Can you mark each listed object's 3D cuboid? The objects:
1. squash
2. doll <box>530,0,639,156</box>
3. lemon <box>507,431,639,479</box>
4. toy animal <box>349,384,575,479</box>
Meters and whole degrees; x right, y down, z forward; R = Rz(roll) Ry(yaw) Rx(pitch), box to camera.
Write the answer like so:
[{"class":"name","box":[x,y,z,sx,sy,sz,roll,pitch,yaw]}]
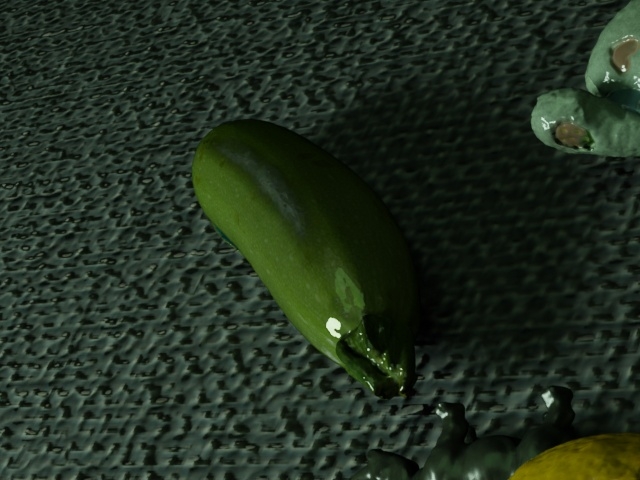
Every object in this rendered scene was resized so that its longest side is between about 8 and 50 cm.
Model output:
[{"class":"squash","box":[0.000,0.000,1.165,0.094,0.094,0.341,-39,32,-2]},{"class":"doll","box":[0.219,-0.112,1.113,0.214,0.071,0.103,-35,48,-11]},{"class":"lemon","box":[0.130,0.144,0.857,0.155,0.114,0.114,-17,39,33]},{"class":"toy animal","box":[0.072,0.119,0.995,0.135,0.047,0.065,-11,50,25]}]
